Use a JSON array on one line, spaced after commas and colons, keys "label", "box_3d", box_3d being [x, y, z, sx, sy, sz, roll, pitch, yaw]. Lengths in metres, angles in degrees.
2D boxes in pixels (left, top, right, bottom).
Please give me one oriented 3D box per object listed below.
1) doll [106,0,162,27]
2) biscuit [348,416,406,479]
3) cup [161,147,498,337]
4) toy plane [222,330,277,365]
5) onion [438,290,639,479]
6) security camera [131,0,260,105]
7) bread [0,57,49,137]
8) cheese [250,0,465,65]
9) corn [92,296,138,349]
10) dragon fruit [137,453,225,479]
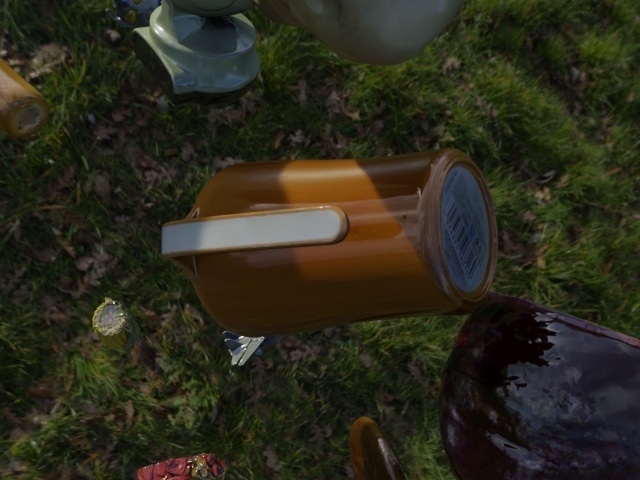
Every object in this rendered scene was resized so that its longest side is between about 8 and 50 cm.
[{"label": "doll", "box_3d": [-0.352, -0.462, 1.048, 0.194, 0.104, 0.062, 29, 51, -10]}, {"label": "biscuit", "box_3d": [0.090, 0.382, 0.815, 0.036, 0.212, 0.212, -10, 71, -18]}, {"label": "cup", "box_3d": [0.000, 0.000, 0.469, 0.226, 0.263, 0.182, 4, 82, -51]}, {"label": "toy plane", "box_3d": [-0.152, 0.266, 1.550, 0.267, 0.212, 0.088, -23, 118, -9]}, {"label": "onion", "box_3d": [0.285, 0.213, 0.612, 0.281, 0.336, 0.260, 16, 89, 29]}, {"label": "security camera", "box_3d": [-0.177, -0.375, 0.817, 0.191, 0.277, 0.197, -22, 60, -30]}, {"label": "bread", "box_3d": [-0.569, -0.275, 0.893, 0.239, 0.074, 0.092, 40, 79, 10]}, {"label": "cheese", "box_3d": [-0.060, -0.309, 0.374, 0.129, 0.328, 0.351, -38, 39, 5]}, {"label": "corn", "box_3d": [-0.616, 0.258, 1.592, 0.122, 0.305, 0.123, 5, 70, -14]}, {"label": "dragon fruit", "box_3d": [-0.313, 0.561, 1.216, 0.192, 0.122, 0.092, -16, 55, -1]}]
